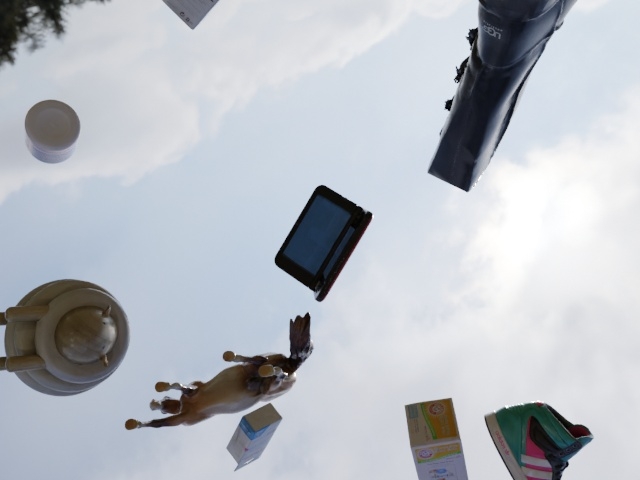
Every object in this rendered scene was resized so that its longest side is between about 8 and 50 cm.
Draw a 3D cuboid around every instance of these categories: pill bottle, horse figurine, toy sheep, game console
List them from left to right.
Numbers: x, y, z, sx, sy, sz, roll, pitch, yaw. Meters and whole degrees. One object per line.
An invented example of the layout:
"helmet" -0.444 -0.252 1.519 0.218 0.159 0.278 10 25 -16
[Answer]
"pill bottle" -0.456 -0.178 1.093 0.086 0.086 0.152 -26 -175 -25
"toy sheep" -0.183 0.069 0.460 0.091 0.091 0.132 -32 -166 -33
"horse figurine" -0.110 0.174 0.780 0.263 0.174 0.066 -25 -109 8
"game console" 0.000 0.000 0.924 0.085 0.144 0.124 30 -176 -5

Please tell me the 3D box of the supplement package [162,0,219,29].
"supplement package" -0.209 -0.504 1.203 0.179 0.105 0.105 -38 -160 27

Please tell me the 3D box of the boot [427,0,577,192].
"boot" 0.344 -0.328 1.087 0.146 0.445 0.367 39 -112 22

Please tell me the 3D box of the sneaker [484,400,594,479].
"sneaker" 0.482 0.452 1.312 0.178 0.296 0.124 -30 178 14

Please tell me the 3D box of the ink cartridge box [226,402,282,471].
"ink cartridge box" -0.186 0.534 1.745 0.104 0.181 0.061 -13 -131 -47

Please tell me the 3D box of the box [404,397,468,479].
"box" 0.248 0.444 1.358 0.103 0.203 0.114 -11 -145 8
